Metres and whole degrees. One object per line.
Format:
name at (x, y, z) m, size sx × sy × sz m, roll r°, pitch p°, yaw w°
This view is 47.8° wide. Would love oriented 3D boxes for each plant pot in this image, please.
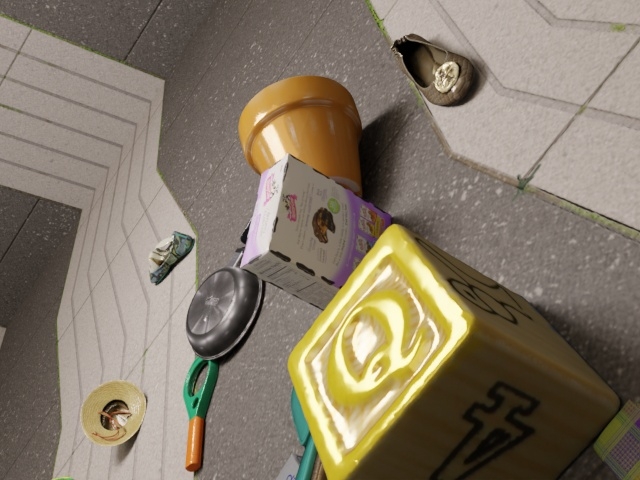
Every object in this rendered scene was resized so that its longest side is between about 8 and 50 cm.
plant pot at (-0.016, -0.131, 1.182) m, size 0.205 × 0.205 × 0.187 m, roll -42°, pitch 48°, yaw 31°

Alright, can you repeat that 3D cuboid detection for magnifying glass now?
magnifying glass at (-0.216, 0.298, 1.280) m, size 0.092 × 0.026 × 0.231 m, roll -43°, pitch 30°, yaw 30°

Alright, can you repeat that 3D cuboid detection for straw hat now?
straw hat at (-0.429, 0.372, 1.516) m, size 0.061 × 0.145 × 0.144 m, roll 88°, pitch -172°, yaw -54°

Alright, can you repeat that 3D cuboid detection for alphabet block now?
alphabet block at (0.114, 0.133, 0.683) m, size 0.193 × 0.197 × 0.192 m, roll -54°, pitch 27°, yaw 13°

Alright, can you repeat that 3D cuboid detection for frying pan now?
frying pan at (-0.148, 0.073, 1.339) m, size 0.326 × 0.053 × 0.197 m, roll -55°, pitch 35°, yaw 2°

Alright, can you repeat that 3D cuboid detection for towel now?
towel at (0.265, 0.176, 0.592) m, size 0.060 × 0.009 × 0.083 m, roll -56°, pitch 27°, yaw 11°

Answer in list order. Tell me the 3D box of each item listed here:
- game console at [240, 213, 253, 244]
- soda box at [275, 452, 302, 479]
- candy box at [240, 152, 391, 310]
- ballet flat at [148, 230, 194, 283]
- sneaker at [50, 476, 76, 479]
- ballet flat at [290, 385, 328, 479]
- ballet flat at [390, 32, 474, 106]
game console at (-0.076, -0.027, 1.300) m, size 0.122 × 0.107 × 0.071 m, roll -60°, pitch -1°, yaw 0°
soda box at (0.025, 0.348, 0.746) m, size 0.098 × 0.091 × 0.286 m, roll -59°, pitch 27°, yaw 5°
candy box at (0.000, 0.000, 1.004) m, size 0.070 × 0.196 × 0.164 m, roll -30°, pitch 39°, yaw 44°
ballet flat at (-0.381, 0.036, 1.759) m, size 0.188 × 0.070 × 0.070 m, roll -43°, pitch 32°, yaw 32°
sneaker at (-0.569, 0.621, 1.473) m, size 0.123 × 0.109 × 0.295 m, roll -40°, pitch 33°, yaw 42°
ballet flat at (0.028, 0.229, 0.770) m, size 0.342 × 0.124 × 0.116 m, roll -92°, pitch 18°, yaw -76°
ballet flat at (0.167, -0.277, 1.134) m, size 0.084 × 0.058 × 0.250 m, roll -53°, pitch 28°, yaw 17°
